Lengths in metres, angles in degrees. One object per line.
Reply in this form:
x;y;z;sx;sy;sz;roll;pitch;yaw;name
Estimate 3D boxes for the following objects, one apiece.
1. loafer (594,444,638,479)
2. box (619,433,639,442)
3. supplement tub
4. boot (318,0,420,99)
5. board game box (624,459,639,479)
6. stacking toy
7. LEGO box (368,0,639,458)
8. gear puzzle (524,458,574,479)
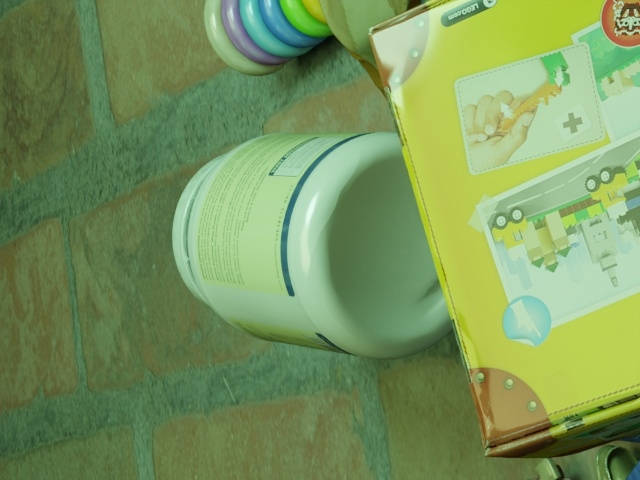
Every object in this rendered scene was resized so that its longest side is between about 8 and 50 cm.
0.330;0.270;1.906;0.050;0.056;0.148;-47;64;48;loafer
0.252;0.132;1.898;0.225;0.036;0.136;50;161;-13;box
0.000;0.000;2.032;0.325;0.235;0.235;5;98;58;supplement tub
0.059;-0.254;2.090;0.295;0.104;0.211;59;-177;-21;boot
0.396;0.297;1.659;0.318;0.066;0.318;99;150;-64;board game box
-0.005;-0.306;2.310;0.330;0.141;0.141;-16;80;53;stacking toy
0.330;-0.077;1.470;0.500;0.193;0.372;-22;75;27;LEGO box
0.230;0.393;2.094;0.175;0.044;0.339;64;145;28;gear puzzle
